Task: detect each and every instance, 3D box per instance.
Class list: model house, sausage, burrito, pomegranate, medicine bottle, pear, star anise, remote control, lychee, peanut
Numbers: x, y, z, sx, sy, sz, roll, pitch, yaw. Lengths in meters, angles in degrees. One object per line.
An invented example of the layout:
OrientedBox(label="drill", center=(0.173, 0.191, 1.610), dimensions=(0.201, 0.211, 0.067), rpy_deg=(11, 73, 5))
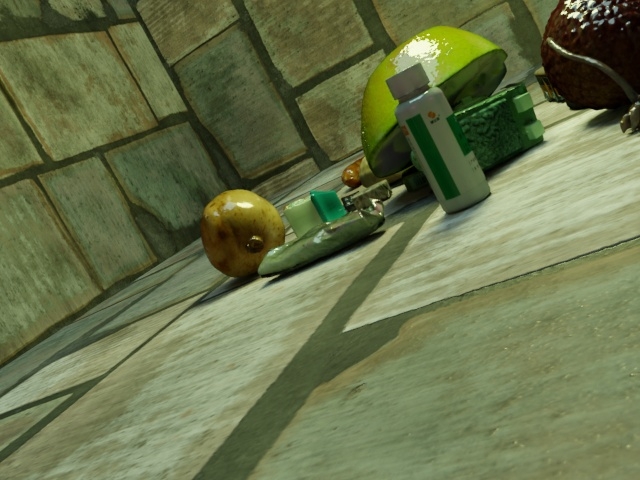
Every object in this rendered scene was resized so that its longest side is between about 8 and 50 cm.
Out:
OrientedBox(label="model house", center=(-0.015, -0.077, 1.784), dimensions=(0.149, 0.100, 0.127), rpy_deg=(-26, 9, 2))
OrientedBox(label="sausage", center=(0.168, -0.261, 2.342), dimensions=(0.302, 0.076, 0.103), rpy_deg=(-35, 9, -38))
OrientedBox(label="burrito", center=(0.000, 0.003, 1.383), dimensions=(0.309, 0.066, 0.096), rpy_deg=(-27, 11, 26))
OrientedBox(label="pomegranate", center=(-0.191, -0.012, 1.629), dimensions=(0.215, 0.215, 0.215), rpy_deg=(-28, 9, 5))
OrientedBox(label="medicine bottle", center=(0.201, -0.178, 1.163), dimensions=(0.095, 0.260, 0.095), rpy_deg=(-28, 11, 6))
OrientedBox(label="pear", center=(0.226, -0.340, 1.542), dimensions=(0.399, 0.165, 0.399), rpy_deg=(-35, -14, -10))
OrientedBox(label="star anise", center=(0.484, -0.281, 1.075), dimensions=(0.148, 0.227, 0.218), rpy_deg=(-36, -2, -6))
OrientedBox(label="remote control", center=(0.092, -0.113, 1.899), dimensions=(0.063, 0.025, 0.245), rpy_deg=(-27, 8, 4))
OrientedBox(label="lychee", center=(0.550, -0.365, 1.249), dimensions=(0.261, 0.260, 0.260), rpy_deg=(-28, 9, 5))
OrientedBox(label="peanut", center=(0.222, -0.231, 1.838), dimensions=(0.149, 0.149, 0.313), rpy_deg=(-36, 9, -40))

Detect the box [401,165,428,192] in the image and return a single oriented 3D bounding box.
OrientedBox(label="box", center=(0.345, -0.214, 1.636), dimensions=(0.311, 0.043, 0.173), rpy_deg=(-27, 9, 11))

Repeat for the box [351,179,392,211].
OrientedBox(label="box", center=(0.132, -0.115, 1.718), dimensions=(0.098, 0.045, 0.062), rpy_deg=(-26, 8, 20))

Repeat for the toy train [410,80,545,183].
OrientedBox(label="toy train", center=(0.318, -0.216, 1.390), dimensions=(0.272, 0.159, 0.188), rpy_deg=(-27, 11, -24))

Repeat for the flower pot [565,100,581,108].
OrientedBox(label="flower pot", center=(0.679, -0.479, 1.475), dimensions=(0.380, 0.251, 0.379), rpy_deg=(-27, 11, 6))

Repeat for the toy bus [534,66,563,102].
OrientedBox(label="toy bus", center=(0.639, -0.432, 1.777), dimensions=(0.091, 0.103, 0.182), rpy_deg=(-27, 9, 12))
